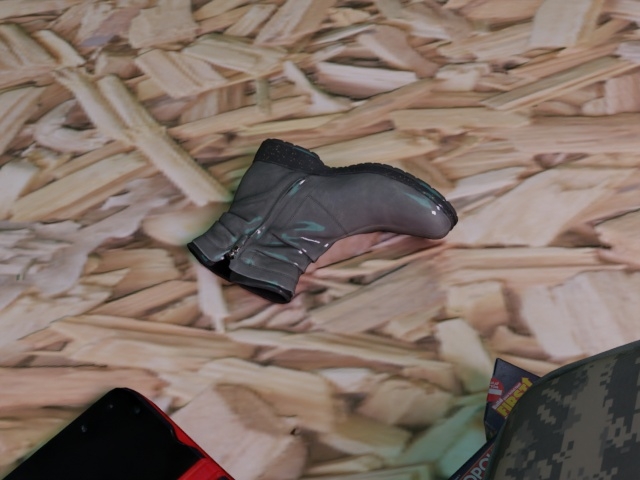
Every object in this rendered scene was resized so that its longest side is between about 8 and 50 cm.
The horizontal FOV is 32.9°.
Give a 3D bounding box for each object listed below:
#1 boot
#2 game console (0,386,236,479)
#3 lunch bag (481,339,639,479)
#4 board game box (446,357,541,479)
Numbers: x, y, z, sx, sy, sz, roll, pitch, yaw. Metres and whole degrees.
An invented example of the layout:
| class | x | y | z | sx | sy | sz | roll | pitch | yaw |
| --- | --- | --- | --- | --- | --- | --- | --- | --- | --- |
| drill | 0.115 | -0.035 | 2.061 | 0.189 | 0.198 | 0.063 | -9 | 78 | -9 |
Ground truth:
| class | x | y | z | sx | sy | sz | roll | pitch | yaw |
| --- | --- | --- | --- | --- | --- | --- | --- | --- | --- |
| boot | 0.000 | 0.000 | 1.070 | 0.246 | 0.083 | 0.161 | 16 | 63 | 30 |
| game console | -0.207 | 0.319 | 0.849 | 0.386 | 0.060 | 0.342 | -39 | 43 | -20 |
| lunch bag | 0.215 | 0.238 | 0.582 | 0.256 | 0.212 | 0.305 | 35 | 53 | -16 |
| board game box | 0.182 | 0.194 | 0.875 | 0.194 | 0.060 | 0.194 | -39 | 53 | -19 |
